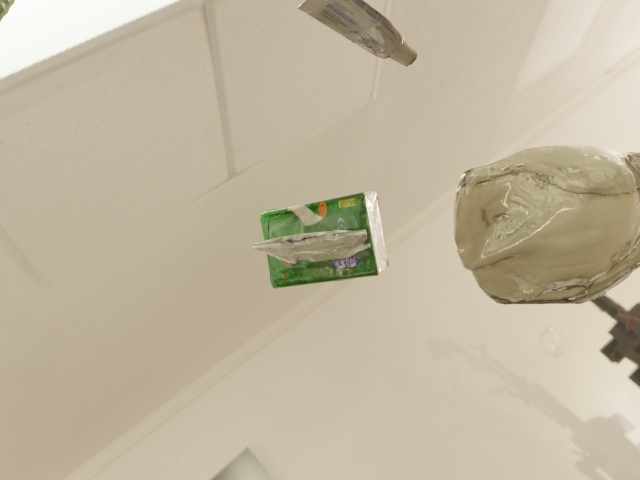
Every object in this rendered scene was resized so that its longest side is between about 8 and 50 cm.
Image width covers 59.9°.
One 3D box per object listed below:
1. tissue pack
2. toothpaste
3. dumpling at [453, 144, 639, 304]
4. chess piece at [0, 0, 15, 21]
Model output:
[{"bbox_3d":[-0.001,0.002,0.999,0.209,0.148,0.156,-9,4,19],"label":"tissue pack"},{"bbox_3d":[0.097,-0.446,1.168,0.282,0.068,0.099,18,-50,-35],"label":"toothpaste"},{"bbox_3d":[0.350,-0.010,0.812,0.341,0.181,0.260,-17,-59,-36],"label":"dumpling"},{"bbox_3d":[-0.417,-0.400,0.775,0.298,0.176,0.176,-43,-23,8],"label":"chess piece"}]
